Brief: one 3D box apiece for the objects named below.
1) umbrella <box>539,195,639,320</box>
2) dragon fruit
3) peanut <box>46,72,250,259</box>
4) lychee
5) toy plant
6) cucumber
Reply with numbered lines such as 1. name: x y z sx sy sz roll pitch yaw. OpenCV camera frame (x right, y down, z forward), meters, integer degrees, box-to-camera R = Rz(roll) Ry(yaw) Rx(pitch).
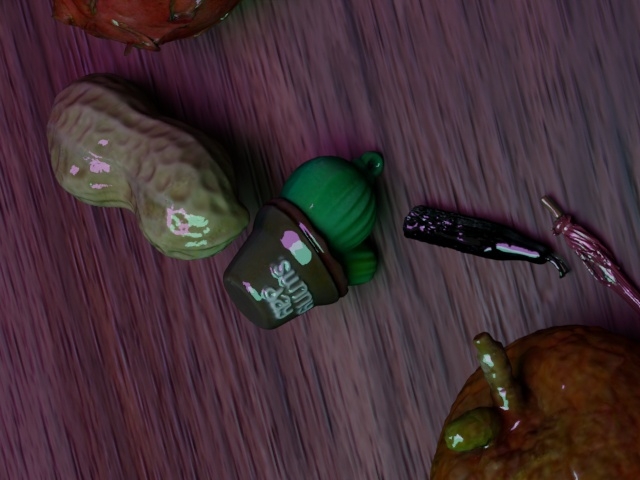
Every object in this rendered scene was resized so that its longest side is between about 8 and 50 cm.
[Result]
1. umbrella: 0.257 0.022 1.759 0.027 0.025 0.165 -44 77 7
2. dragon fruit: -0.174 -0.298 1.841 0.252 0.241 0.241 -29 84 23
3. peanut: -0.177 -0.071 1.905 0.298 0.136 0.120 35 154 41
4. lychee: 0.212 0.196 1.686 0.255 0.300 0.255 -17 49 21
5. toy plant: 0.000 0.000 1.846 0.105 0.200 0.143 23 150 54
6. cucumber: 0.155 0.001 1.808 0.163 0.039 0.043 13 127 30
